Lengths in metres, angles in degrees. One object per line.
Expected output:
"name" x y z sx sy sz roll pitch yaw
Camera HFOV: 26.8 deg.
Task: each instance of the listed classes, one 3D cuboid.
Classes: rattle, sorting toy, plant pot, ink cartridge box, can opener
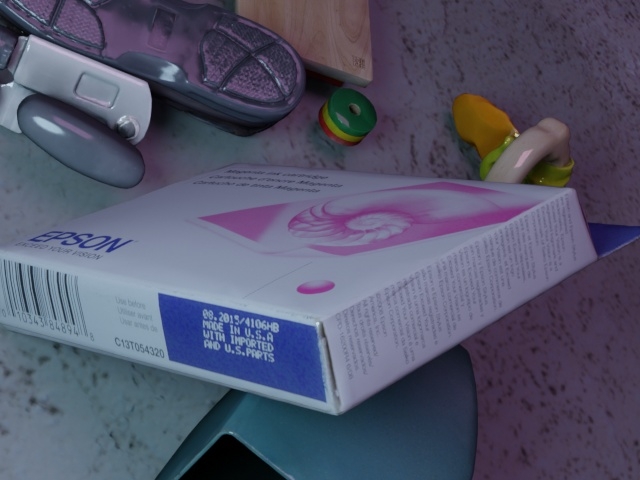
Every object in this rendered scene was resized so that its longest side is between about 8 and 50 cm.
"rattle" 0.121 -0.041 1.178 0.143 0.130 0.200 41 72 11
"sorting toy" -0.023 -0.207 1.205 0.132 0.046 0.274 16 53 -25
"plant pot" 0.005 0.143 0.916 0.165 0.166 0.234 39 39 -5
"ink cartridge box" 0.000 0.000 0.911 0.330 0.324 0.071 -26 113 -42
"can opener" -0.249 -0.125 0.965 0.280 0.074 0.093 22 13 -17

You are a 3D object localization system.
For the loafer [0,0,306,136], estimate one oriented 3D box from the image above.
"loafer" -0.162 -0.163 1.064 0.302 0.095 0.109 26 62 -12
